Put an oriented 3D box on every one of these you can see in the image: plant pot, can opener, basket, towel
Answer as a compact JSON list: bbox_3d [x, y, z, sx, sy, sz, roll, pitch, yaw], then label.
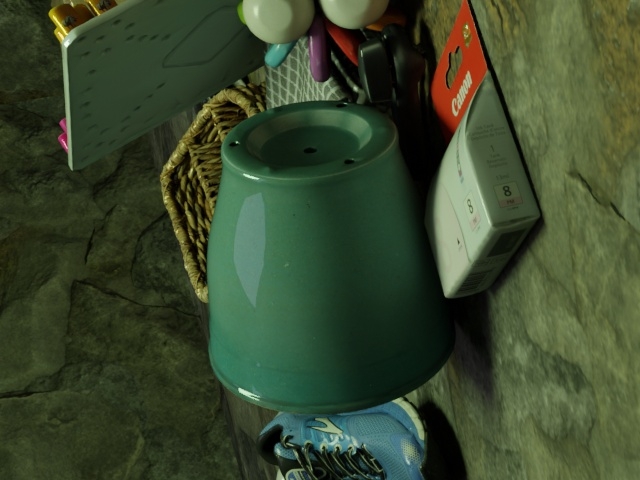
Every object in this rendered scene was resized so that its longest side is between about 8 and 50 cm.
[{"bbox_3d":[0.000,0.000,1.485,0.271,0.272,0.255,-121,21,-58],"label":"plant pot"},{"bbox_3d":[0.087,-0.147,1.502,0.059,0.073,0.186,-98,-8,-51],"label":"can opener"},{"bbox_3d":[-0.108,-0.089,2.053,0.213,0.223,0.299,91,164,-45],"label":"basket"},{"bbox_3d":[0.014,-0.132,1.694,0.235,0.121,0.283,-116,20,-49],"label":"towel"}]

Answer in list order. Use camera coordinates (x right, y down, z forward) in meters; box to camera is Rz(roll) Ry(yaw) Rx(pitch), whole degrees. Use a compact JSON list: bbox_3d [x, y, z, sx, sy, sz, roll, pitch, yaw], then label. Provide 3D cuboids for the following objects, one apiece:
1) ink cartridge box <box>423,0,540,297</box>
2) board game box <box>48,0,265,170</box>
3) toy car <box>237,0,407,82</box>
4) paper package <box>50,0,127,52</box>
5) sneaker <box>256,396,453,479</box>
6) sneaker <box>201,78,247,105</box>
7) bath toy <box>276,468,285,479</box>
[{"bbox_3d":[0.131,-0.084,1.359,0.189,0.066,0.232,108,144,-67],"label":"ink cartridge box"},{"bbox_3d":[-0.141,-0.259,1.668,0.050,0.390,0.390,55,163,9],"label":"board game box"},{"bbox_3d":[0.005,-0.240,1.518,0.159,0.182,0.136,-80,-22,-67],"label":"toy car"},{"bbox_3d":[-0.258,-0.394,2.223,0.309,0.325,0.168,122,136,-72],"label":"paper package"},{"bbox_3d":[0.033,0.270,1.742,0.330,0.147,0.129,1,121,58],"label":"sneaker"},{"bbox_3d":[-0.164,-0.198,2.533,0.163,0.086,0.226,156,104,-80],"label":"sneaker"},{"bbox_3d":[0.031,0.487,2.159,0.129,0.151,0.348,-20,76,39],"label":"bath toy"}]
